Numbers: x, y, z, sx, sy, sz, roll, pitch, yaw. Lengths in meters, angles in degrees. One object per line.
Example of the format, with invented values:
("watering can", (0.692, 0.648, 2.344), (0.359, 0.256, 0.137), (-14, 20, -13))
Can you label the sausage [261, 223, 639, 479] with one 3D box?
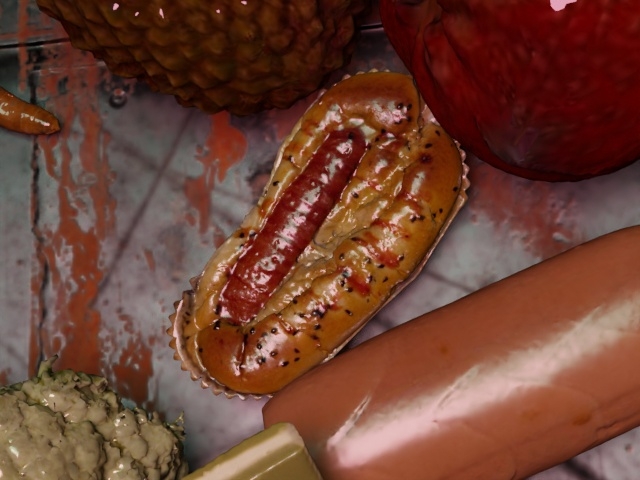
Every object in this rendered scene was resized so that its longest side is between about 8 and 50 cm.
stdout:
("sausage", (0.114, 0.089, 0.831), (0.304, 0.121, 0.121), (-26, 75, 3))

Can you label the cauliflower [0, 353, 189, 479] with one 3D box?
("cauliflower", (-0.232, 0.168, 0.830), (0.272, 0.275, 0.250), (-56, 41, 11))

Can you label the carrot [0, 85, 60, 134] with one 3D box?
("carrot", (-0.263, -0.111, 0.980), (0.165, 0.035, 0.035), (20, 80, 10))

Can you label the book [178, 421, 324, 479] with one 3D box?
("book", (-0.127, 0.268, 0.758), (0.352, 0.239, 0.035), (-31, 43, -9))

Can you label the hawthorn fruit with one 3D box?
("hawthorn fruit", (0.187, -0.187, 0.826), (0.307, 0.265, 0.265), (-15, 74, -15))

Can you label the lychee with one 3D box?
("lychee", (-0.083, -0.209, 0.882), (0.236, 0.236, 0.271), (-33, 94, 0))

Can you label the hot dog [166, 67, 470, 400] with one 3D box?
("hot dog", (0.000, 0.000, 0.896), (0.131, 0.069, 0.252), (37, 86, 14))
